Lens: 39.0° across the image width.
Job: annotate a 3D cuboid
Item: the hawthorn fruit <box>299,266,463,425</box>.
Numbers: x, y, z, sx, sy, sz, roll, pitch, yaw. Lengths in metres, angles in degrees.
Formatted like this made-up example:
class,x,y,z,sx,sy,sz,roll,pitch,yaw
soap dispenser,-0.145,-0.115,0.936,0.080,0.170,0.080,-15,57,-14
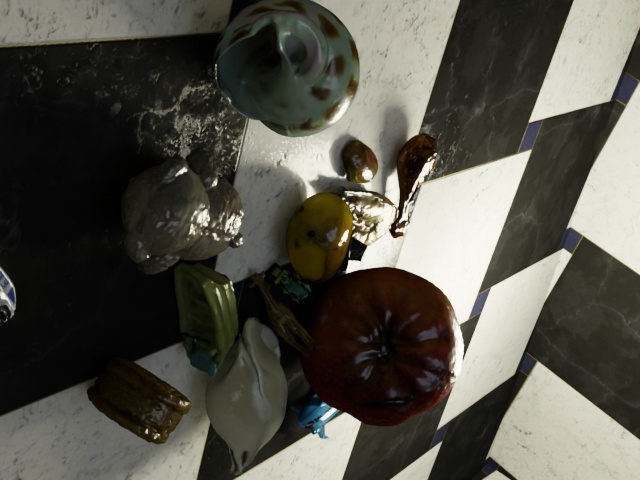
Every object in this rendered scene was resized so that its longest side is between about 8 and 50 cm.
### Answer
class,x,y,z,sx,sy,sz,roll,pitch,yaw
hawthorn fruit,0.155,0.261,2.231,0.403,0.403,0.403,-38,145,-33

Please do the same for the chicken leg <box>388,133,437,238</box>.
class,x,y,z,sx,sy,sz,roll,pitch,yaw
chicken leg,0.215,-0.129,2.233,0.113,0.093,0.304,-52,161,-51

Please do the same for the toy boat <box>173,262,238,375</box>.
class,x,y,z,sx,sy,sz,roll,pitch,yaw
toy boat,-0.223,0.145,1.781,0.084,0.111,0.276,-43,147,-37

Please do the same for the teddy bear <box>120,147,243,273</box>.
class,x,y,z,sx,sy,sz,roll,pitch,yaw
teddy bear,-0.240,-0.044,1.535,0.267,0.151,0.236,11,106,-61

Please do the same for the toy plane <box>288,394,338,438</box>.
class,x,y,z,sx,sy,sz,roll,pitch,yaw
toy plane,0.012,0.442,2.433,0.271,0.105,0.254,-12,126,-52

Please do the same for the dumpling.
class,x,y,z,sx,sy,sz,roll,pitch,yaw
dumpling,-0.154,0.329,2.027,0.260,0.181,0.341,-54,128,-65

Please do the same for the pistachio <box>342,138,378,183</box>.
class,x,y,z,sx,sy,sz,roll,pitch,yaw
pistachio,0.097,-0.166,2.050,0.089,0.049,0.173,-57,151,-1

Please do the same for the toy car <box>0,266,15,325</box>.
class,x,y,z,sx,sy,sz,roll,pitch,yaw
toy car,-0.495,0.062,1.312,0.070,0.080,0.171,-45,148,-23

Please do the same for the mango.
class,x,y,z,sx,sy,sz,roll,pitch,yaw
mango,0.000,0.000,1.976,0.167,0.130,0.262,-55,163,-32

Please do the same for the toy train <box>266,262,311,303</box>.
class,x,y,z,sx,sy,sz,roll,pitch,yaw
toy train,-0.068,0.092,2.004,0.050,0.081,0.122,-48,150,-1

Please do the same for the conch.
class,x,y,z,sx,sy,sz,roll,pitch,yaw
conch,-0.057,-0.288,1.555,0.249,0.197,0.368,-12,143,-5

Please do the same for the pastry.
class,x,y,z,sx,sy,sz,roll,pitch,yaw
pastry,-0.336,0.295,1.678,0.103,0.188,0.189,-57,151,-9

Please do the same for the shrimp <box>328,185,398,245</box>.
class,x,y,z,sx,sy,sz,roll,pitch,yaw
shrimp,0.082,-0.051,2.131,0.164,0.062,0.317,-54,150,7

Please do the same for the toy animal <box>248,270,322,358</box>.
class,x,y,z,sx,sy,sz,roll,pitch,yaw
toy animal,-0.089,0.166,2.016,0.054,0.149,0.275,-41,117,-15

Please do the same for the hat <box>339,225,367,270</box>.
class,x,y,z,sx,sy,sz,roll,pitch,yaw
hat,0.078,0.021,2.076,0.121,0.050,0.121,-160,-90,-85
